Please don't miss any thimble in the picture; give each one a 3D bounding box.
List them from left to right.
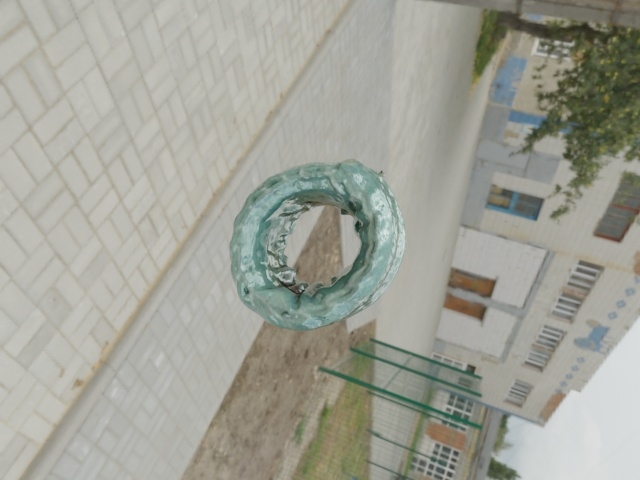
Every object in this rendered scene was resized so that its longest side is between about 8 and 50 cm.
[{"bbox_3d":[0.000,0.000,0.697,0.235,0.198,0.143,-50,167,7],"label":"thimble"}]
